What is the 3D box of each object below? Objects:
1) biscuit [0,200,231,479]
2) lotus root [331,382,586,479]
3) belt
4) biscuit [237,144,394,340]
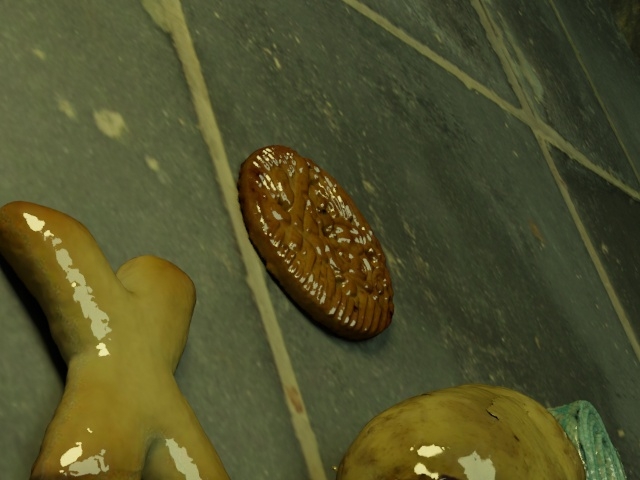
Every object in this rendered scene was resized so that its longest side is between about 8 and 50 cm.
[{"bbox_3d":[-0.117,0.081,0.840,0.164,0.047,0.208,29,35,-46],"label":"biscuit"},{"bbox_3d":[0.100,0.184,0.992,0.160,0.146,0.284,41,14,17],"label":"lotus root"},{"bbox_3d":[0.224,0.225,1.235,0.148,0.082,0.163,61,20,-13],"label":"belt"},{"bbox_3d":[0.001,0.000,1.177,0.188,0.027,0.188,42,27,-28],"label":"biscuit"}]
